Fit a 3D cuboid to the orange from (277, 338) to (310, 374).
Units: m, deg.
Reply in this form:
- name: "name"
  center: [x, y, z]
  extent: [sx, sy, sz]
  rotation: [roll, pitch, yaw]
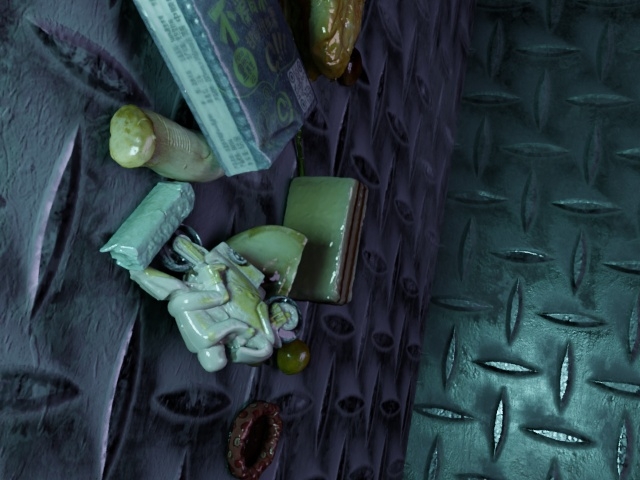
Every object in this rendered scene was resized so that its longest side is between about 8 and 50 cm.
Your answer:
- name: "orange"
  center: [-0.070, 0.296, 1.765]
  extent: [0.095, 0.085, 0.085]
  rotation: [-67, 154, -12]

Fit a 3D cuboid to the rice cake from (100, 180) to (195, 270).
- name: "rice cake"
  center: [-0.287, -0.029, 1.190]
  extent: [0.206, 0.069, 0.063]
  rotation: [-64, 150, -42]

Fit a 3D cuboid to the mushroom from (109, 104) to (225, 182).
- name: "mushroom"
  center: [-0.242, -0.166, 1.235]
  extent: [0.351, 0.095, 0.123]
  rotation: [-8, 87, -68]

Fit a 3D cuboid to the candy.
- name: "candy"
  center: [0.000, 0.000, 1.721]
  extent: [0.135, 0.179, 0.321]
  rotation: [21, 78, -66]

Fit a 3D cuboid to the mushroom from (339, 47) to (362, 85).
- name: "mushroom"
  center: [0.086, -0.496, 1.965]
  extent: [0.123, 0.052, 0.123]
  rotation: [9, 90, -70]

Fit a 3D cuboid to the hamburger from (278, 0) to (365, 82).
- name: "hamburger"
  center: [-0.005, -0.552, 1.598]
  extent: [0.209, 0.162, 0.330]
  rotation: [51, 52, -56]

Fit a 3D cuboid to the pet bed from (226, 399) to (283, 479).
- name: "pet bed"
  center: [-0.157, 0.475, 1.647]
  extent: [0.201, 0.053, 0.201]
  rotation: [-22, 115, -58]

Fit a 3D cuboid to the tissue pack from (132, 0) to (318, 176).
- name: "tissue pack"
  center: [-0.155, -0.353, 1.234]
  extent: [0.394, 0.124, 0.288]
  rotation: [65, 32, -28]

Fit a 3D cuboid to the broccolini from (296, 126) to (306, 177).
- name: "broccolini"
  center: [-0.050, -0.244, 1.726]
  extent: [0.044, 0.042, 0.218]
  rotation: [-51, 142, -51]

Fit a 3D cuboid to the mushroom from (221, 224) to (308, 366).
- name: "mushroom"
  center: [-0.164, 0.122, 1.466]
  extent: [0.217, 0.212, 0.292]
  rotation: [141, -39, -59]

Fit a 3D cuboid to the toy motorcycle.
- name: "toy motorcycle"
  center: [-0.186, 0.122, 1.257]
  extent: [0.340, 0.108, 0.223]
  rotation: [40, 50, -18]
